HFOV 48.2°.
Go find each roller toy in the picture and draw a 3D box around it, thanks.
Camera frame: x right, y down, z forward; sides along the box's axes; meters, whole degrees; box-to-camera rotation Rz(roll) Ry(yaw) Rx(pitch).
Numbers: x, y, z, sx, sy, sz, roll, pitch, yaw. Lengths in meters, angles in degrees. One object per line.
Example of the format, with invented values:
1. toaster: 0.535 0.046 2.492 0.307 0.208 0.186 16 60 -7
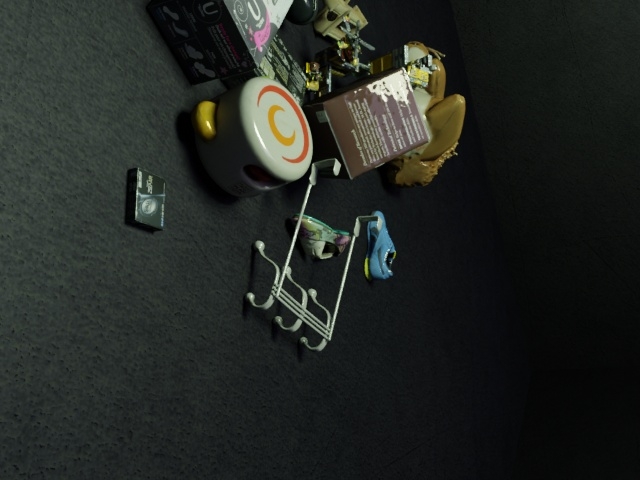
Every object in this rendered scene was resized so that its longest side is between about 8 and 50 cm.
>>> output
1. roller toy: -0.122 -0.177 1.267 0.191 0.146 0.209 65 32 -11

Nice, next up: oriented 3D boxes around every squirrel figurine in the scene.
1. squirrel figurine: 0.263 -0.367 2.074 0.370 0.281 0.396 -86 168 -46

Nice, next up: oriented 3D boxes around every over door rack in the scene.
1. over door rack: -0.017 0.032 1.434 0.239 0.108 0.324 47 63 -50

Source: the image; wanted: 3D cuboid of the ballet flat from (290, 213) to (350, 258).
1. ballet flat: 0.000 0.000 1.567 0.221 0.077 0.079 20 84 -62

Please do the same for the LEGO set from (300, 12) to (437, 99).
1. LEGO set: 0.136 -0.353 1.679 0.331 0.192 0.254 18 71 -37

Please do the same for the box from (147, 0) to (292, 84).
1. box: -0.163 -0.416 1.260 0.163 0.142 0.247 61 33 -36

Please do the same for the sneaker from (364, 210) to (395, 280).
1. sneaker: 0.167 0.011 1.891 0.069 0.082 0.209 47 40 -47

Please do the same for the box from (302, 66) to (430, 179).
1. box: 0.085 -0.245 1.509 0.203 0.168 0.167 -27 106 -17

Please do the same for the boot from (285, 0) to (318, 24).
1. boot: -0.105 -0.566 1.480 0.246 0.094 0.207 70 23 -8

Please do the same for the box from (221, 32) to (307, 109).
1. box: -0.107 -0.322 1.423 0.180 0.078 0.147 49 40 -48

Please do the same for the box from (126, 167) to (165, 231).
1. box: -0.263 -0.061 1.084 0.067 0.018 0.083 28 58 -60

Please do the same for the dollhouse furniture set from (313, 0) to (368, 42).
1. dollhouse furniture set: 0.006 -0.589 1.769 0.160 0.101 0.182 60 23 13
